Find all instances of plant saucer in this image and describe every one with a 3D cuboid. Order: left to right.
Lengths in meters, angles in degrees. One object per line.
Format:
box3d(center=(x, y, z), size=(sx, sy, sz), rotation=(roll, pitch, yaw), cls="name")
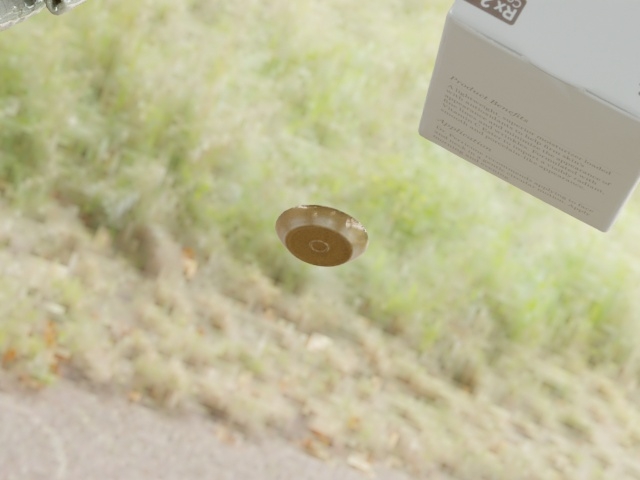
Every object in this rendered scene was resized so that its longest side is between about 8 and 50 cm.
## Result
box3d(center=(0.000, 0.000, 1.556), size=(0.083, 0.083, 0.015), rotation=(19, 54, -9), cls="plant saucer")

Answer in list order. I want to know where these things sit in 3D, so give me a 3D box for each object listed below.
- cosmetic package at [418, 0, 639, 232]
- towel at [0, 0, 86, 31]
box3d(center=(0.169, -0.127, 1.149), size=(0.151, 0.151, 0.183), rotation=(29, -19, 6), cls="cosmetic package")
box3d(center=(-0.211, -0.327, 1.266), size=(0.324, 0.056, 0.312), rotation=(-42, 107, -49), cls="towel")
